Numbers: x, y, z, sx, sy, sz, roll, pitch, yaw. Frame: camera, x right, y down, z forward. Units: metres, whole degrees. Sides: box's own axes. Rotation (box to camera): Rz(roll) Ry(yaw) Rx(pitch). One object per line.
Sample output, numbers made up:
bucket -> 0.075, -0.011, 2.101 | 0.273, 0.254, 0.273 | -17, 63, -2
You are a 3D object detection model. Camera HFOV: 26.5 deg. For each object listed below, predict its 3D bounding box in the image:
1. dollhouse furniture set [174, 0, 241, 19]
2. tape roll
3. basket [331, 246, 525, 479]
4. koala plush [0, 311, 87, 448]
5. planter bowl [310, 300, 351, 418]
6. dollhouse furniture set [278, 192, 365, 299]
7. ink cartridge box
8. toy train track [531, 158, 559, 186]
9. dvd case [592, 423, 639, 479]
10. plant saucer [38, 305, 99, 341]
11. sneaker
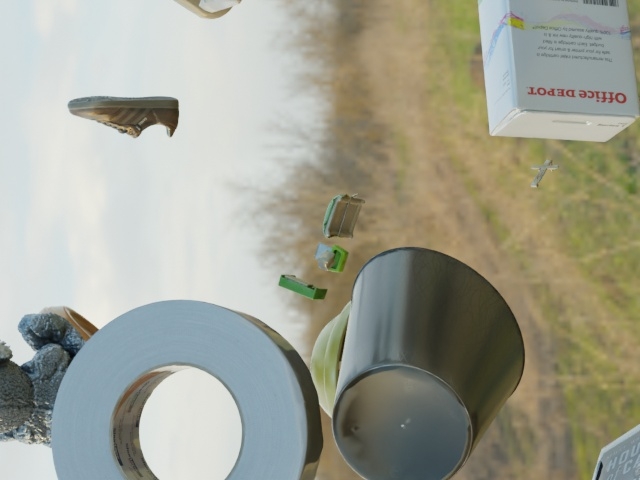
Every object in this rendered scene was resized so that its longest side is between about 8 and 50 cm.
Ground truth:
dollhouse furniture set -> 0.016, -0.401, 1.463 | 0.394, 0.256, 0.362 | -61, 20, -7
tape roll -> -0.110, 0.160, 1.138 | 0.072, 0.219, 0.219 | 32, -122, -77
basket -> 0.097, 0.131, 1.298 | 0.154, 0.204, 0.227 | -42, 6, 23
koala plush -> -0.410, 0.205, 1.830 | 0.221, 0.203, 0.196 | 11, -81, -49
planter bowl -> 0.052, 0.147, 1.566 | 0.217, 0.090, 0.217 | -1, -89, -51
dollhouse furniture set -> 0.000, 0.000, 1.822 | 0.076, 0.058, 0.152 | 3, -73, -61
ink cartridge box -> 0.352, -0.296, 2.038 | 0.117, 0.201, 0.278 | 131, 139, -68
toy train track -> 0.369, -0.109, 2.261 | 0.083, 0.048, 0.014 | -51, -46, -46
dvd case -> 0.343, 0.262, 1.430 | 0.179, 0.029, 0.239 | -44, 8, 38
plant saucer -> -0.367, 0.169, 2.189 | 0.037, 0.200, 0.200 | -47, -4, -2
sneaker -> -0.331, -0.205, 2.291 | 0.066, 0.188, 0.071 | -134, 44, -71
